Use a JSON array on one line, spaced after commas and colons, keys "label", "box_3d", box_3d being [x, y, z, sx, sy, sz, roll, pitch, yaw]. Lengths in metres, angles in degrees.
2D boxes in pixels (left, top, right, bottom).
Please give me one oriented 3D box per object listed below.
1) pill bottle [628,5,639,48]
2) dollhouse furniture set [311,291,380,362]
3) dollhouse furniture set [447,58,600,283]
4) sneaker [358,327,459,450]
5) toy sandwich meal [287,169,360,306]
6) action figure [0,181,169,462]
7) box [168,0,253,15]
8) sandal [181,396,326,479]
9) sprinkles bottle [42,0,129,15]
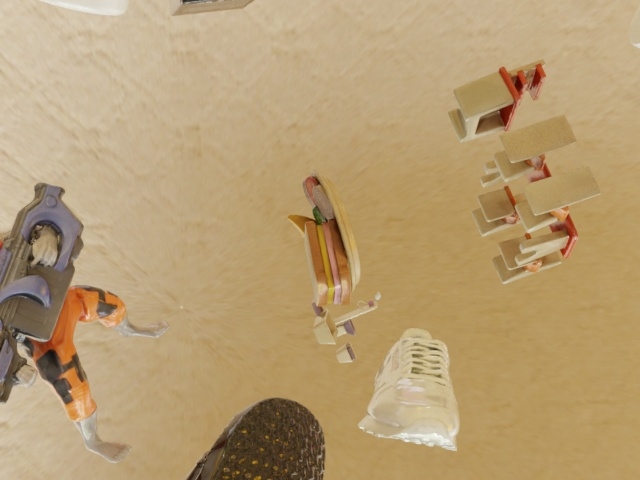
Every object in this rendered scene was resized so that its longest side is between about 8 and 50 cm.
[{"label": "pill bottle", "box_3d": [0.436, -0.226, 1.618, 0.152, 0.086, 0.086, 22, 85, -18]}, {"label": "dollhouse furniture set", "box_3d": [0.042, 0.107, 1.689, 0.081, 0.114, 0.091, -22, 99, 7]}, {"label": "dollhouse furniture set", "box_3d": [0.282, -0.101, 1.867, 0.135, 0.262, 0.259, -19, 71, -9]}, {"label": "sneaker", "box_3d": [0.088, 0.137, 1.315, 0.090, 0.235, 0.094, 17, 92, -5]}, {"label": "toy sandwich meal", "box_3d": [0.000, 0.000, 0.834, 0.029, 0.085, 0.085, -17, 89, -9]}, {"label": "action figure", "box_3d": [-0.347, 0.128, 1.581, 0.330, 0.178, 0.341, 41, 57, -31]}, {"label": "box", "box_3d": [-0.149, -0.382, 1.851, 0.108, 0.207, 0.153, -8, 95, -9]}, {"label": "sandal", "box_3d": [-0.135, 0.346, 1.785, 0.107, 0.446, 0.167, -15, 109, 36]}, {"label": "sprinkles bottle", "box_3d": [-0.210, -0.405, 1.371, 0.121, 0.121, 0.355, 15, 104, -5]}]
